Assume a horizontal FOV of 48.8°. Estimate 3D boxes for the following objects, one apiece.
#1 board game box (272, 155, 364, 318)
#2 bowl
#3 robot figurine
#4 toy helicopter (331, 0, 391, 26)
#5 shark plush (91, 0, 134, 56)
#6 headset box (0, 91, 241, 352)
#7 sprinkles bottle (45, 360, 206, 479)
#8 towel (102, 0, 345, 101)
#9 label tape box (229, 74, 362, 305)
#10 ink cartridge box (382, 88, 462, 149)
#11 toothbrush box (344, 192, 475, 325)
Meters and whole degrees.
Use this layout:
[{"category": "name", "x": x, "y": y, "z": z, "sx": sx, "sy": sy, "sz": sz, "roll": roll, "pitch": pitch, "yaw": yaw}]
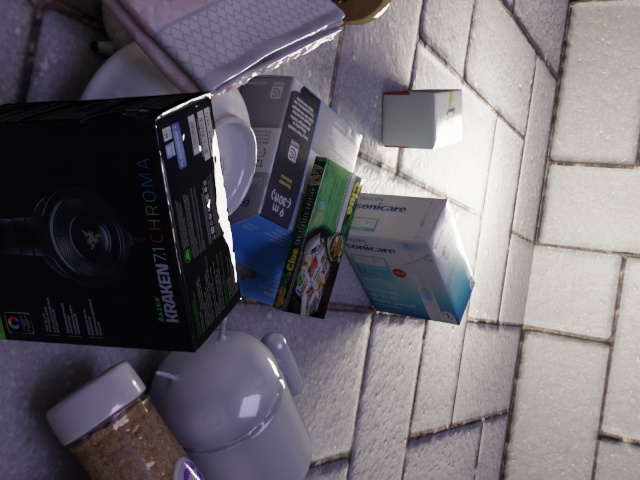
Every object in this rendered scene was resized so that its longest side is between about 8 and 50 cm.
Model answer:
[{"category": "board game box", "x": 0.000, "y": 0.000, "z": 1.201, "sx": 0.136, "sy": 0.030, "sz": 0.260, "roll": 21, "pitch": 84, "yaw": -55}, {"category": "bowl", "x": -0.177, "y": -0.111, "z": 0.938, "sx": 0.298, "sy": 0.134, "sz": 0.298, "roll": -44, "pitch": 144, "yaw": -45}, {"category": "robot figurine", "x": -0.135, "y": 0.279, "z": 1.079, "sx": 0.300, "sy": 0.199, "sz": 0.354, "roll": -50, "pitch": 136, "yaw": -36}, {"category": "toy helicopter", "x": 0.087, "y": -0.556, "z": 1.233, "sx": 0.140, "sy": 0.234, "sz": 0.355, "roll": 9, "pitch": 88, "yaw": -58}, {"category": "shark plush", "x": -0.234, "y": -0.265, "z": 0.950, "sx": 0.161, "sy": 0.073, "sz": 0.067, "roll": 30, "pitch": 39, "yaw": -50}, {"category": "headset box", "x": -0.252, "y": -0.023, "z": 0.765, "sx": 0.131, "sy": 0.282, "sz": 0.247, "roll": -52, "pitch": 141, "yaw": -63}, {"category": "sprinkles bottle", "x": -0.201, "y": 0.330, "z": 0.898, "sx": 0.355, "sy": 0.121, "sz": 0.121, "roll": 56, "pitch": 40, "yaw": -1}, {"category": "towel", "x": -0.147, "y": -0.354, "z": 0.912, "sx": 0.317, "sy": 0.053, "sz": 0.332, "roll": 51, "pitch": 46, "yaw": -3}, {"category": "label tape box", "x": -0.062, "y": -0.070, "z": 1.211, "sx": 0.249, "sy": 0.115, "sz": 0.348, "roll": 29, "pitch": 70, "yaw": -57}, {"category": "ink cartridge box", "x": 0.240, "y": -0.284, "z": 1.638, "sx": 0.176, "sy": 0.128, "sz": 0.128, "roll": -22, "pitch": 114, "yaw": -56}, {"category": "toothbrush box", "x": 0.194, "y": 0.041, "z": 1.548, "sx": 0.126, "sy": 0.216, "sz": 0.296, "roll": -62, "pitch": 143, "yaw": -31}]
